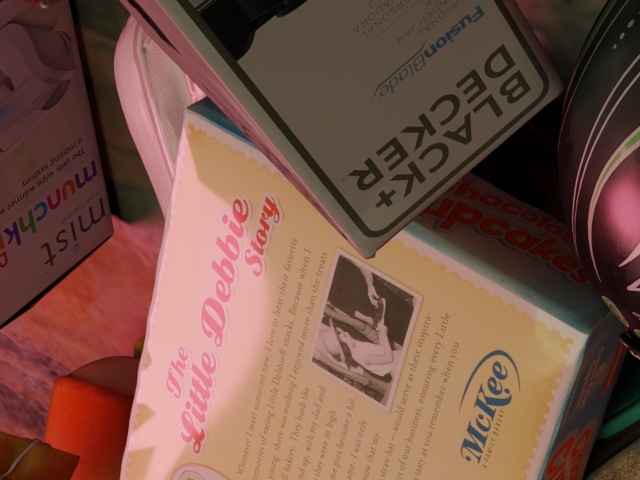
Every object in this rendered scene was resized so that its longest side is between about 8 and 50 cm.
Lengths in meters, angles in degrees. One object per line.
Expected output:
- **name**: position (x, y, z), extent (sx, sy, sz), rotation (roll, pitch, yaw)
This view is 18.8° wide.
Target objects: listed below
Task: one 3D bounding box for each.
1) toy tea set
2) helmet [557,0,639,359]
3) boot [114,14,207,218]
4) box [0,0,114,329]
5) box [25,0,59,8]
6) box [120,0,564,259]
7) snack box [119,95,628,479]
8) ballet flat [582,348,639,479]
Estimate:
- **toy tea set**: position (-0.038, 0.127, 1.045), extent (0.336, 0.124, 0.200), rotation (15, 172, 15)
- **helmet**: position (0.158, -0.037, 0.619), extent (0.169, 0.169, 0.161), rotation (38, 163, 14)
- **boot**: position (0.000, 0.000, 0.861), extent (0.123, 0.095, 0.258), rotation (-13, 104, 51)
- **box**: position (-0.257, -0.103, 1.041), extent (0.262, 0.127, 0.231), rotation (24, 138, 30)
- **box**: position (-0.122, -0.228, 0.718), extent (0.168, 0.167, 0.203), rotation (25, 140, 32)
- **box**: position (-0.055, -0.137, 0.561), extent (0.169, 0.087, 0.290), rotation (46, 178, 42)
- **snack box**: position (0.006, 0.107, 0.818), extent (0.187, 0.060, 0.322), rotation (30, 128, 22)
- **ballet flat**: position (0.138, 0.100, 0.825), extent (0.106, 0.107, 0.316), rotation (39, 149, -10)
